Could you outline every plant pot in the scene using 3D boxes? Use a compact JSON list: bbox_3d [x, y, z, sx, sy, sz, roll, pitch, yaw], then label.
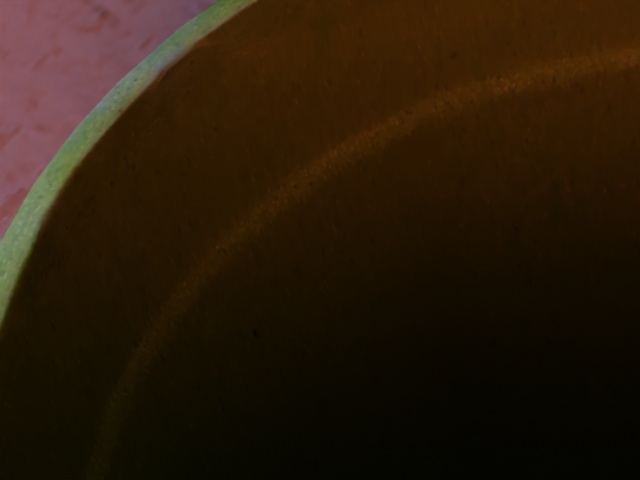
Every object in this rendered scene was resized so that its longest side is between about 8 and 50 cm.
[{"bbox_3d":[0.115,0.132,0.615,0.366,0.366,0.353,-2,137,12],"label":"plant pot"}]

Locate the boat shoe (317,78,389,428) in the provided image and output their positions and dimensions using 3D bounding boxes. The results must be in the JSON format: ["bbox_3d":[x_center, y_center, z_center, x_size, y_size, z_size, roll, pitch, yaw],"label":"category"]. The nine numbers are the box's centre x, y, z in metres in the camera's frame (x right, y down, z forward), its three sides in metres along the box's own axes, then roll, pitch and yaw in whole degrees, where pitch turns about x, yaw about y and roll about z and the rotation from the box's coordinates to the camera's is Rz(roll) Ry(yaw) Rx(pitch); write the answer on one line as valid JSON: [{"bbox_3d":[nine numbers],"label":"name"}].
[{"bbox_3d":[0.000,0.000,0.714,0.063,0.066,0.184,20,136,37],"label":"boat shoe"}]
